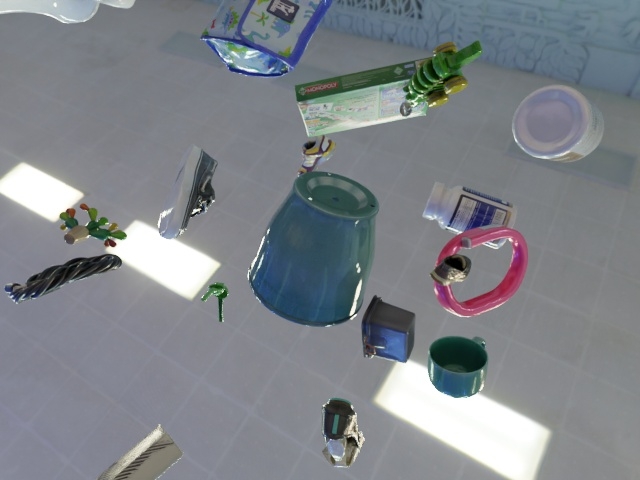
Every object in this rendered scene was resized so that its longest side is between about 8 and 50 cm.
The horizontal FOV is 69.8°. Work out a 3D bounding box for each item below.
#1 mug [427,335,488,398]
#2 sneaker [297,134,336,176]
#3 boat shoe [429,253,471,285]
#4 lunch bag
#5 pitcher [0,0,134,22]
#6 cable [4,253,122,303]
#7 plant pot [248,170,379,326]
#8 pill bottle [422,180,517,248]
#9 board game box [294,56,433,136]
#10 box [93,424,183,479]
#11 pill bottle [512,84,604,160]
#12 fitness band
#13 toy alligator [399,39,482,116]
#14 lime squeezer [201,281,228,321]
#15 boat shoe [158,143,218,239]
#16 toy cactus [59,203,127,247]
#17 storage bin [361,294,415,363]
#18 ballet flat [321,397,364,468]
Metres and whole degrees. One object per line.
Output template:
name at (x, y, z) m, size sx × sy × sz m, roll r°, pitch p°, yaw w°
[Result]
mug at (0.324, 0.294, 1.048) m, size 0.158 × 0.097 × 0.129 m, roll -7°, pitch -153°, yaw -7°
sneaker at (-0.032, -0.267, 1.435) m, size 0.084 × 0.185 × 0.069 m, roll 30°, pitch -135°, yaw -23°
boat shoe at (0.283, 0.054, 0.952) m, size 0.056 × 0.049 × 0.152 m, roll 44°, pitch -146°, yaw 20°
lunch bag at (-0.066, -0.294, 0.617) m, size 0.151 × 0.096 × 0.128 m, roll 23°, pitch -97°, yaw 31°
pitcher at (-0.257, -0.213, 0.321) m, size 0.178 × 0.125 × 0.207 m, roll 29°, pitch -156°, yaw 32°
cable at (-0.428, 0.054, 0.783) m, size 0.185 × 0.047 × 0.151 m, roll -24°, pitch -173°, yaw -43°
plant pot at (0.000, 0.000, 0.993) m, size 0.272 × 0.255 × 0.271 m, roll 12°, pitch -147°, yaw -8°
pill bottle at (0.475, -0.088, 1.477) m, size 0.265 × 0.153 × 0.153 m, roll 22°, pitch -122°, yaw 9°
board game box at (0.109, -0.342, 1.124) m, size 0.318 × 0.213 × 0.046 m, roll -10°, pitch -99°, yaw 4°
box at (-0.550, 0.680, 1.337) m, size 0.275 × 0.094 × 0.113 m, roll -38°, pitch -166°, yaw -29°
pill bottle at (0.480, -0.222, 0.906) m, size 0.131 × 0.131 × 0.229 m, roll 40°, pitch -152°, yaw 30°
fitness band at (0.400, 0.073, 1.124) m, size 0.291 × 0.208 × 0.054 m, roll -14°, pitch -163°, yaw -28°
toy alligator at (0.134, -0.202, 0.600) m, size 0.052 × 0.190 × 0.056 m, roll -13°, pitch -94°, yaw -21°
lime squeezer at (-0.365, 0.193, 1.584) m, size 0.059 × 0.310 × 0.109 m, roll 24°, pitch -110°, yaw 8°
boat shoe at (-0.303, -0.108, 1.095) m, size 0.108 × 0.102 × 0.301 m, roll -42°, pitch -147°, yaw 32°
toy cactus at (-0.714, -0.028, 1.396) m, size 0.219 × 0.112 × 0.180 m, roll 30°, pitch -159°, yaw -4°
storage bin at (0.140, 0.192, 0.932) m, size 0.091 × 0.135 × 0.098 m, roll 13°, pitch -137°, yaw 24°
ballet flat at (0.040, 0.444, 1.020) m, size 0.096 × 0.280 × 0.096 m, roll 1°, pitch -129°, yaw 14°
